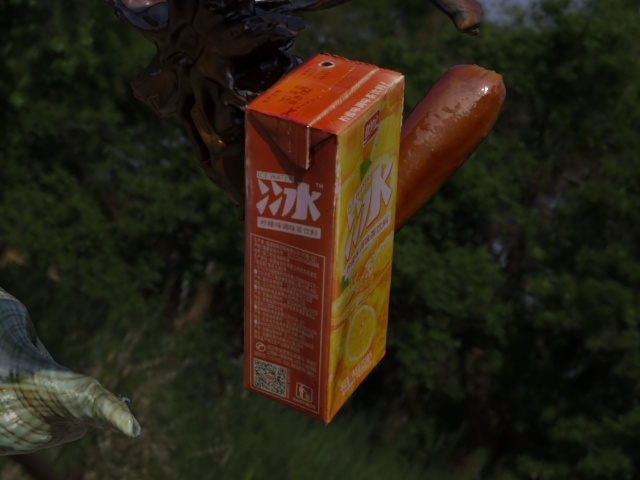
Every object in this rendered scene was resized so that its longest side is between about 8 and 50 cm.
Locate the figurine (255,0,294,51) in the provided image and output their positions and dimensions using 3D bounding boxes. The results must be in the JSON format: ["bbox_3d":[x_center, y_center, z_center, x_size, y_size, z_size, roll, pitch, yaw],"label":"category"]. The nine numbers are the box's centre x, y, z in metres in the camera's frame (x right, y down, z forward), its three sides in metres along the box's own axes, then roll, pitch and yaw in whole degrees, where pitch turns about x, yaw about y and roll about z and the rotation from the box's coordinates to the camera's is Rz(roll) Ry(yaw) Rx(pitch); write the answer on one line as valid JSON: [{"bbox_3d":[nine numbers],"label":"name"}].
[{"bbox_3d":[-0.098,-0.297,1.470,0.229,0.112,0.137,54,-3,24],"label":"figurine"}]

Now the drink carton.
[{"bbox_3d":[0.000,0.000,0.884,0.071,0.096,0.223,18,-54,22],"label":"drink carton"}]

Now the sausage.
[{"bbox_3d":[0.107,-0.085,1.592,0.089,0.300,0.083,44,3,23],"label":"sausage"}]

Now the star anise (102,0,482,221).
[{"bbox_3d":[-0.034,-0.144,1.074,0.346,0.148,0.237,-13,-71,30],"label":"star anise"}]

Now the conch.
[{"bbox_3d":[-0.333,0.163,1.440,0.386,0.169,0.203,35,2,36],"label":"conch"}]
